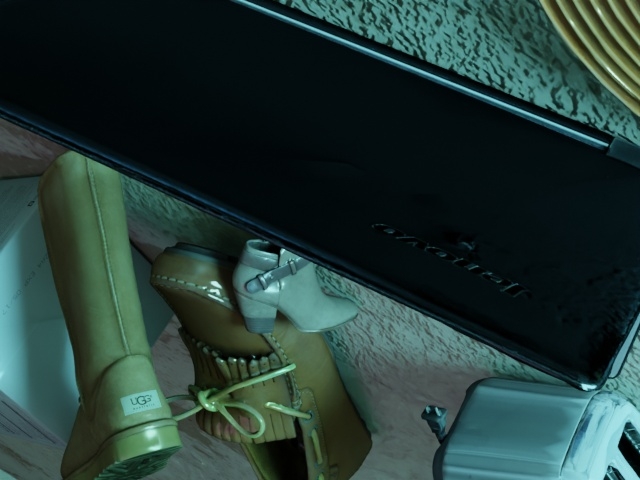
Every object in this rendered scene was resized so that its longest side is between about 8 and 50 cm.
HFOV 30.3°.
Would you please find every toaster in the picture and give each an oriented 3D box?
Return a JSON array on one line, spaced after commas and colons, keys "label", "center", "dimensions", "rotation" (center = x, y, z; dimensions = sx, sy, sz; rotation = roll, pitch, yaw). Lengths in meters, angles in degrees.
[{"label": "toaster", "center": [0.198, 0.197, 0.960], "dimensions": [0.146, 0.129, 0.227], "rotation": [-4, 134, 45]}]

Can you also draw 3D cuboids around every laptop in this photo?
[{"label": "laptop", "center": [0.000, 0.000, 0.718], "dimensions": [0.382, 0.236, 0.408], "rotation": [25, 152, 16]}]

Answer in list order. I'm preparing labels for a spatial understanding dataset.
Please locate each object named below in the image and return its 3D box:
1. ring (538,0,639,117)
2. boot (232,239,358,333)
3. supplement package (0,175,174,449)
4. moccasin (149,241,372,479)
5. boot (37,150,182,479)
[{"label": "ring", "center": [0.233, -0.126, 0.482], "dimensions": [0.337, 0.032, 0.336], "rotation": [25, 152, 14]}, {"label": "boot", "center": [-0.018, 0.034, 0.997], "dimensions": [0.042, 0.119, 0.086], "rotation": [44, 135, 52]}, {"label": "supplement package", "center": [-0.328, 0.073, 1.235], "dimensions": [0.263, 0.199, 0.198], "rotation": [0, 139, 48]}, {"label": "moccasin", "center": [-0.066, 0.144, 1.129], "dimensions": [0.139, 0.147, 0.380], "rotation": [19, 150, 29]}, {"label": "boot", "center": [-0.205, 0.083, 1.079], "dimensions": [0.236, 0.089, 0.269], "rotation": [-39, 63, 54]}]
